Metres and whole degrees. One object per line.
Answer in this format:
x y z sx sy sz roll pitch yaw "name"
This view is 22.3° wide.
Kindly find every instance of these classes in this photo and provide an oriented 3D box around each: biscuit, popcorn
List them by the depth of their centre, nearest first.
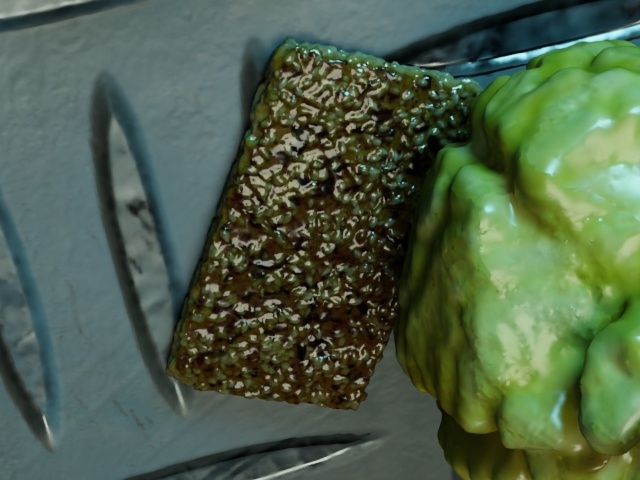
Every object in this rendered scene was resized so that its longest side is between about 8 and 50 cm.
0.156 0.034 0.864 0.224 0.270 0.258 -6 166 -10 "popcorn"
0.000 0.000 0.927 0.131 0.025 0.231 10 118 -18 "biscuit"
